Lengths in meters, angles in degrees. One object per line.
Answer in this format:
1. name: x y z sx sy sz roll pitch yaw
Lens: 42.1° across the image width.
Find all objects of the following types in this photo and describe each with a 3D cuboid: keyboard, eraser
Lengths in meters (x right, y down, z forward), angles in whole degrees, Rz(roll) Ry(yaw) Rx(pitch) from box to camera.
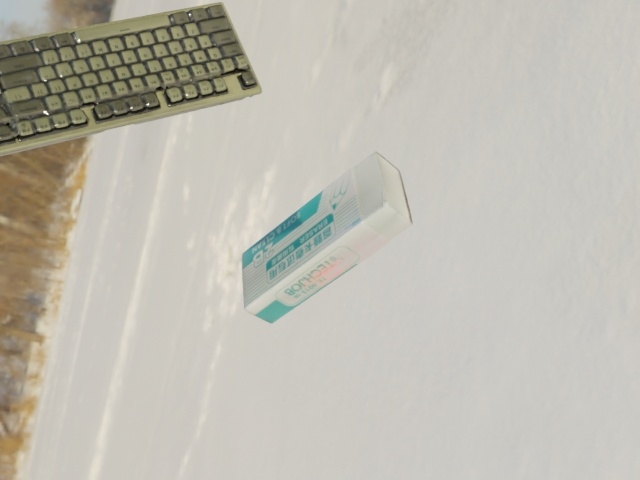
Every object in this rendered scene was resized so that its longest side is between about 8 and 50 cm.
1. keyboard: -0.091 -0.068 0.346 0.049 0.129 0.015 68 156 10
2. eraser: 0.000 0.000 0.963 0.225 0.052 0.095 -36 39 26
